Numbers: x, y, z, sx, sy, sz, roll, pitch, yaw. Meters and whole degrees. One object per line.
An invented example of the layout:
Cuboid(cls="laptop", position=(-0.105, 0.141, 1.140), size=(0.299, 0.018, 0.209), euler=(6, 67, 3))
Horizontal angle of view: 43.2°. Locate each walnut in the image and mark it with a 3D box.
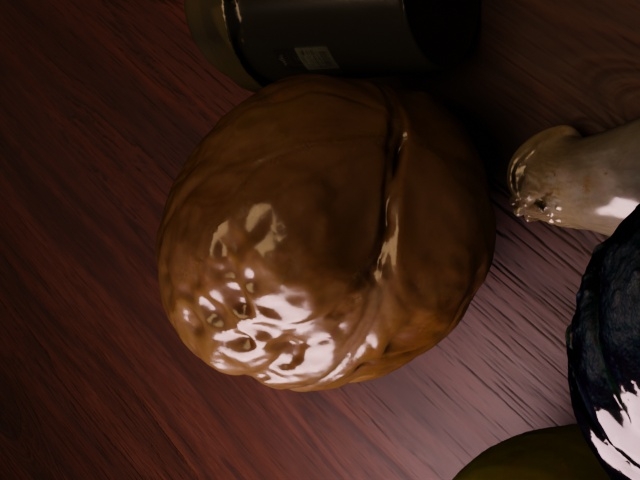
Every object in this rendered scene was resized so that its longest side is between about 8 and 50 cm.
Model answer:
Cuboid(cls="walnut", position=(0.000, 0.000, 0.906), size=(0.398, 0.354, 0.308), euler=(-50, 28, 43))

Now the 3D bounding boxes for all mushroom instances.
Cuboid(cls="mushroom", position=(0.338, -0.094, 0.721), size=(0.397, 0.126, 0.177), euler=(-38, 66, 43))

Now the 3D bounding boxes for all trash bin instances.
Cuboid(cls="trash bin", position=(-0.007, -0.276, 0.918), size=(0.334, 0.214, 0.214), euler=(3, 105, 36))

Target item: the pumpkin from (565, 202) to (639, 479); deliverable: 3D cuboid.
Cuboid(cls="pumpkin", position=(0.365, 0.089, 0.602), size=(0.363, 0.266, 0.363), euler=(11, 144, 8))

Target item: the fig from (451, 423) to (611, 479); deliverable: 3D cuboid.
Cuboid(cls="fig", position=(0.245, 0.350, 0.822), size=(0.343, 0.343, 0.343), euler=(15, 113, 39))
